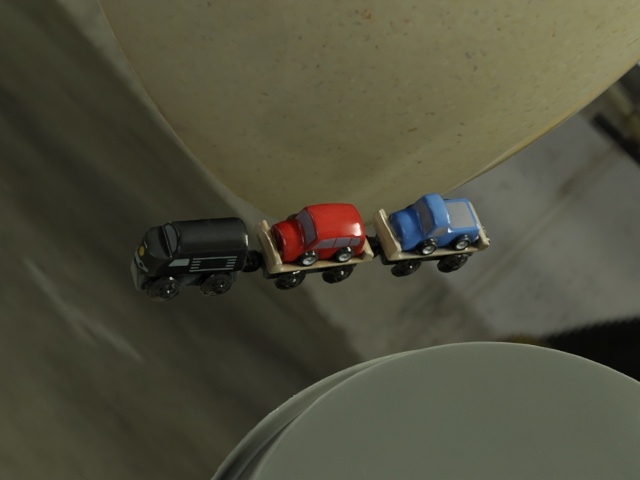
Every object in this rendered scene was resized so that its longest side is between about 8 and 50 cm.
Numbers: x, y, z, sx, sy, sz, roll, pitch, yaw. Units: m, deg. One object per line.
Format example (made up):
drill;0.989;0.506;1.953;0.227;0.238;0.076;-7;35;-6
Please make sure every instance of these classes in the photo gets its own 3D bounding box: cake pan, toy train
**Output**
cake pan;0.081;0.166;0.759;0.293;0.293;0.054;47;-28;17
toy train;0.000;0.000;0.731;0.036;0.158;0.027;109;-32;-46

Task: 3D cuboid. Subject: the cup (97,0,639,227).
cup;0.071;-0.189;0.845;0.331;0.237;0.331;26;57;-49
